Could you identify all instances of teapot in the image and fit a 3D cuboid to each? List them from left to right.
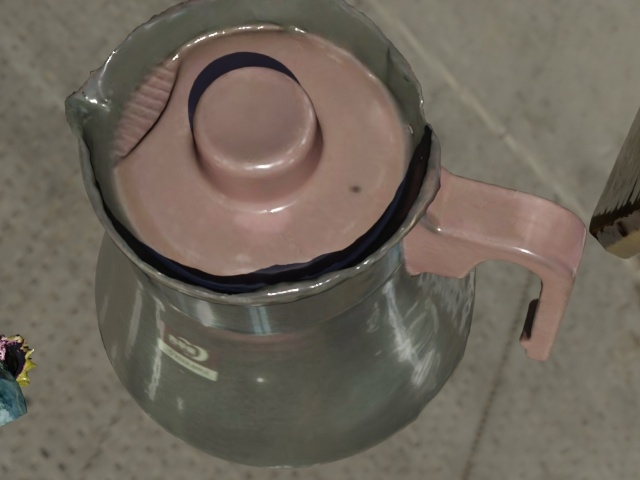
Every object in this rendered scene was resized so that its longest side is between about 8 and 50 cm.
[{"bbox_3d":[0.000,0.000,1.348,0.376,0.362,0.305,15,71,9],"label":"teapot"}]

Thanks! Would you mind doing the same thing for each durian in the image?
[{"bbox_3d":[-0.418,0.200,2.251,0.108,0.186,0.119,68,9,-47],"label":"durian"}]

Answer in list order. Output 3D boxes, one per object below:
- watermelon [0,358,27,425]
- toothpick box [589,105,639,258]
[{"bbox_3d":[-0.178,0.076,0.839,0.085,0.061,0.085,21,45,-23],"label":"watermelon"},{"bbox_3d":[0.324,-0.035,0.899,0.308,0.187,0.190,24,77,-5],"label":"toothpick box"}]
